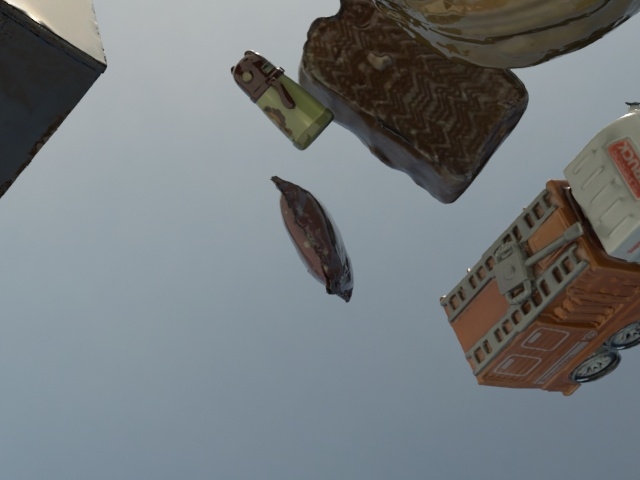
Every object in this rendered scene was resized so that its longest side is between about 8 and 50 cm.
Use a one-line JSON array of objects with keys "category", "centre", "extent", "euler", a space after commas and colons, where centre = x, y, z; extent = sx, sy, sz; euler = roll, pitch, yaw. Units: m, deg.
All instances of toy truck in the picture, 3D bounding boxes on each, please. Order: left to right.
[{"category": "toy truck", "centre": [0.318, 0.016, 1.422], "extent": [0.387, 0.206, 0.173], "euler": [-53, -133, 38]}]

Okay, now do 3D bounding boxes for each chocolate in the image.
[{"category": "chocolate", "centre": [0.083, -0.146, 1.196], "extent": [0.148, 0.214, 0.093], "euler": [-51, 176, -25]}]

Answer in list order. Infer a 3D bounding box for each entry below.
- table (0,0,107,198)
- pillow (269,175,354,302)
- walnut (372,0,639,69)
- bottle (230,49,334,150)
[{"category": "table", "centre": [-0.366, -0.159, 1.126], "extent": [0.282, 0.196, 0.251], "euler": [-47, -146, 18]}, {"category": "pillow", "centre": [0.000, 0.000, 1.102], "extent": [0.043, 0.185, 0.118], "euler": [-26, -95, 6]}, {"category": "walnut", "centre": [0.168, -0.316, 0.948], "extent": [0.381, 0.381, 0.381], "euler": [-26, -133, 31]}, {"category": "bottle", "centre": [-0.039, -0.129, 1.113], "extent": [0.047, 0.101, 0.063], "euler": [-52, -174, -39]}]
